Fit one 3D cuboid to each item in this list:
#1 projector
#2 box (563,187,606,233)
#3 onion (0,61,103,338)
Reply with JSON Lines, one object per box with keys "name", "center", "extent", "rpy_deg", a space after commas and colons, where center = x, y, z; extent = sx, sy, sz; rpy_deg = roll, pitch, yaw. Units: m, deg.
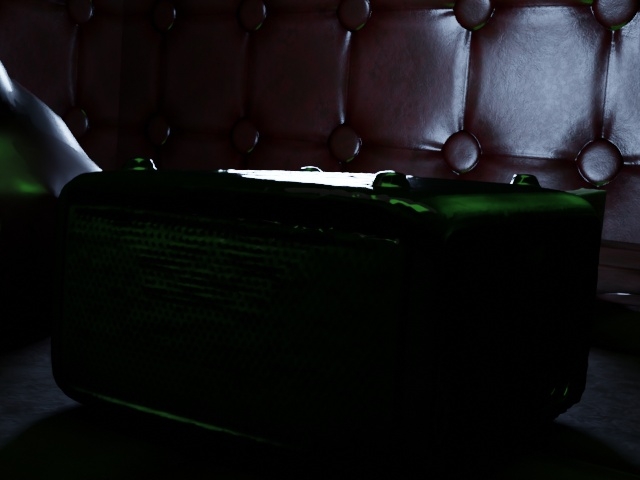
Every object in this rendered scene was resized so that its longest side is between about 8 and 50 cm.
{"name": "projector", "center": [0.012, 0.045, 0.896], "extent": [0.405, 0.242, 0.395], "rpy_deg": [7, 8, 33]}
{"name": "box", "center": [0.424, 0.018, 1.583], "extent": [0.051, 0.205, 0.365], "rpy_deg": [7, 7, 25]}
{"name": "onion", "center": [-0.433, -0.103, 1.147], "extent": [0.398, 0.421, 0.398], "rpy_deg": [14, 13, -3]}
